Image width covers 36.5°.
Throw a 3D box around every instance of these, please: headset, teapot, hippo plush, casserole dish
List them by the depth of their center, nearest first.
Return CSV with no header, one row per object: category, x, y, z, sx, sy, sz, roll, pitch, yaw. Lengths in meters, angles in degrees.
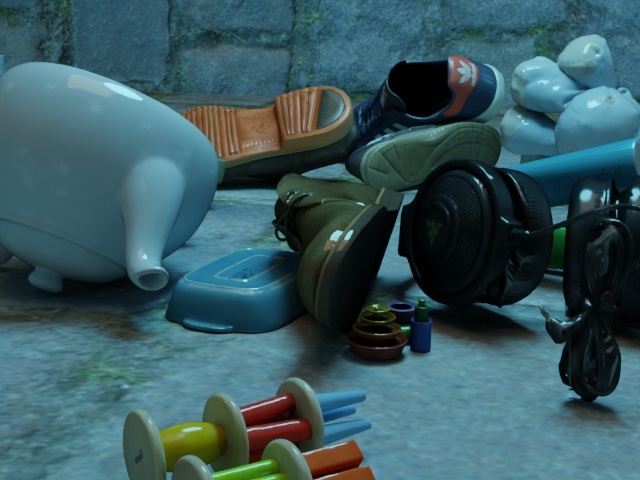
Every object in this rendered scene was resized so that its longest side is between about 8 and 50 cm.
headset,0.196,0.027,0.857,0.243,0.185,0.394,5,-2,-1
casserole dish,-0.064,0.041,0.896,0.114,0.037,0.188,6,15,21
teapot,-0.234,-0.039,0.933,0.252,0.187,0.256,20,-13,0
hippo plush,0.407,-0.136,1.452,0.294,0.234,0.236,40,24,-19

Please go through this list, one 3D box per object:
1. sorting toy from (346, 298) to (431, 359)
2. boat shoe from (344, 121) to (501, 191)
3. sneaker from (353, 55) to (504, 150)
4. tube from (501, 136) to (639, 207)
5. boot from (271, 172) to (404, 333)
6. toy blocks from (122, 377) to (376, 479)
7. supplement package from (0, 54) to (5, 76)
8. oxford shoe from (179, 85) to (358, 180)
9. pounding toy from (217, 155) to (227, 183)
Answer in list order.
sorting toy,0.061,0.065,0.791,0.061,0.042,0.102,7,14,23
boat shoe,0.166,-0.139,1.541,0.285,0.103,0.092,-15,25,-33
sneaker,0.127,-0.228,1.620,0.350,0.131,0.148,-20,-25,40
tube,0.230,-0.057,0.983,0.207,0.052,0.080,-11,-41,38
boot,0.000,0.000,0.856,0.115,0.112,0.305,20,13,4
toy blocks,-0.018,0.118,0.535,0.148,0.054,0.123,-7,15,-31
supplement package,-0.496,-0.127,1.201,0.194,0.203,0.149,0,13,-8
oxford shoe,-0.119,-0.132,1.510,0.364,0.132,0.130,-8,56,9
pounding toy,-0.233,-0.081,1.292,0.206,0.094,0.181,9,7,-8
